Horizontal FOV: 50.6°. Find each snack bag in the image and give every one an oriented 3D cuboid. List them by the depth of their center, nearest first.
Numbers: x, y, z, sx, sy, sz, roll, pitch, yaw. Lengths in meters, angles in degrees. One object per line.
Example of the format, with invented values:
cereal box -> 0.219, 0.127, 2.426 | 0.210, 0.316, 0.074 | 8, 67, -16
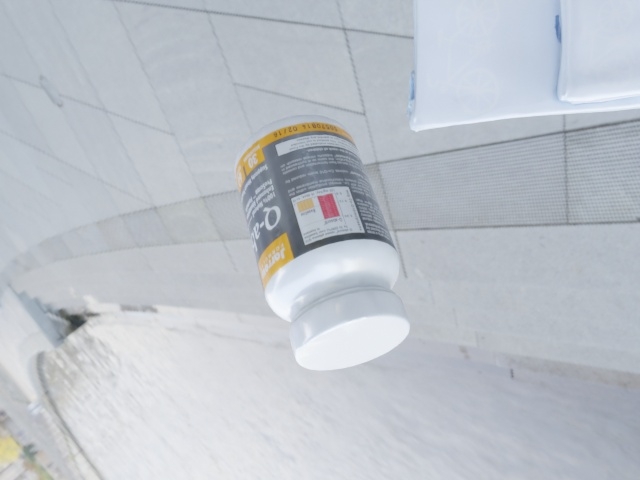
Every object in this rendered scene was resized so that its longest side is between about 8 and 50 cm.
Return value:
snack bag -> 0.240, -0.283, 0.669 | 0.343, 0.037, 0.323 | -1, 88, 28

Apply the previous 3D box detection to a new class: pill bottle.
pill bottle -> 0.000, 0.000, 0.806 | 0.162, 0.162, 0.278 | 98, 158, -57
